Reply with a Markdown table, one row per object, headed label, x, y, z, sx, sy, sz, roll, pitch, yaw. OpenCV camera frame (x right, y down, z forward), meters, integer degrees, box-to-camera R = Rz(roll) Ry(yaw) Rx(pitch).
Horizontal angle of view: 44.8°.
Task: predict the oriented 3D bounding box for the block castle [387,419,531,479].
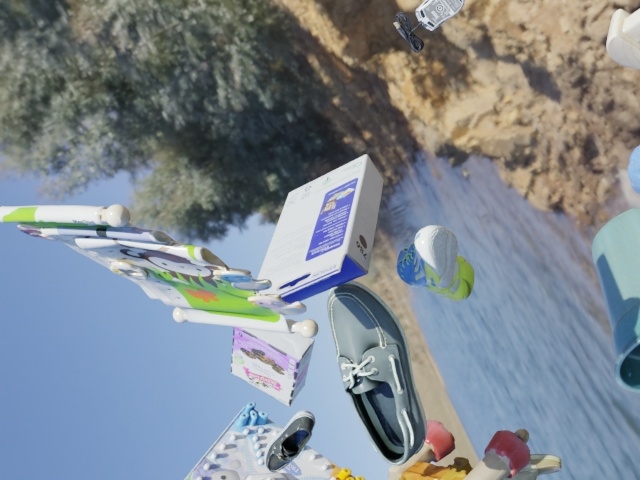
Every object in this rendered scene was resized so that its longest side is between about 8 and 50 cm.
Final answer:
| label | x | y | z | sx | sy | sz | roll | pitch | yaw |
| --- | --- | --- | --- | --- | --- | --- | --- | --- | --- |
| block castle | 0.367 | 0.596 | 1.618 | 0.303 | 0.212 | 0.453 | -10 | 112 | 56 |

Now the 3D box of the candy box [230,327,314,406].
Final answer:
| label | x | y | z | sx | sy | sz | roll | pitch | yaw |
| --- | --- | --- | --- | --- | --- | --- | --- | --- | --- |
| candy box | -0.109 | 0.256 | 1.710 | 0.164 | 0.070 | 0.196 | 26 | 140 | 14 |

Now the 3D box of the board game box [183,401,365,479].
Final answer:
| label | x | y | z | sx | sy | sz | roll | pitch | yaw |
| --- | --- | --- | --- | --- | --- | --- | --- | --- | --- |
| board game box | -0.125 | 0.635 | 1.959 | 0.389 | 0.050 | 0.390 | 32 | -140 | 10 |

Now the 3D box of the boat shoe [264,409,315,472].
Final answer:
| label | x | y | z | sx | sy | sz | roll | pitch | yaw |
| --- | --- | --- | --- | --- | --- | --- | --- | --- | --- |
| boat shoe | -0.053 | 0.333 | 1.261 | 0.049 | 0.142 | 0.040 | 26 | -151 | -10 |

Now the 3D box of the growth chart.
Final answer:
| label | x | y | z | sx | sy | sz | roll | pitch | yaw |
| --- | --- | --- | --- | --- | --- | --- | --- | --- | --- |
| growth chart | -0.120 | 0.025 | 0.601 | 0.237 | 0.171 | 0.021 | 38 | -120 | -46 |

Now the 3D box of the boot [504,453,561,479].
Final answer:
| label | x | y | z | sx | sy | sz | roll | pitch | yaw |
| --- | --- | --- | --- | --- | --- | --- | --- | --- | --- |
| boot | 0.495 | 0.607 | 1.872 | 0.077 | 0.213 | 0.165 | 88 | 174 | -50 |

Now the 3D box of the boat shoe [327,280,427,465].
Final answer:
| label | x | y | z | sx | sy | sz | roll | pitch | yaw |
| --- | --- | --- | --- | --- | --- | --- | --- | --- | --- |
| boat shoe | 0.089 | 0.220 | 1.282 | 0.320 | 0.116 | 0.099 | 68 | -154 | -8 |

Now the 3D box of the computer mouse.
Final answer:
| label | x | y | z | sx | sy | sz | roll | pitch | yaw |
| --- | --- | --- | --- | --- | --- | --- | --- | --- | --- |
| computer mouse | 0.266 | -0.534 | 1.834 | 0.106 | 0.193 | 0.042 | 49 | -137 | -12 |

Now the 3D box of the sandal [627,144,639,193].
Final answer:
| label | x | y | z | sx | sy | sz | roll | pitch | yaw |
| --- | --- | --- | --- | --- | --- | --- | --- | --- | --- |
| sandal | 0.538 | -0.129 | 1.181 | 0.317 | 0.138 | 0.126 | -28 | -67 | -67 |

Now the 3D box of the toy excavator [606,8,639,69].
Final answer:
| label | x | y | z | sx | sy | sz | roll | pitch | yaw |
| --- | --- | --- | --- | --- | --- | --- | --- | --- | --- |
| toy excavator | 0.820 | -0.456 | 1.465 | 0.433 | 0.444 | 0.222 | 88 | -160 | -66 |

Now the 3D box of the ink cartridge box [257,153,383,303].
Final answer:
| label | x | y | z | sx | sy | sz | roll | pitch | yaw |
| --- | --- | --- | --- | --- | --- | --- | --- | --- | --- |
| ink cartridge box | 0.000 | 0.000 | 1.180 | 0.065 | 0.165 | 0.333 | 55 | -152 | -23 |

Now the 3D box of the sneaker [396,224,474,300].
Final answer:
| label | x | y | z | sx | sy | sz | roll | pitch | yaw |
| --- | --- | --- | --- | --- | --- | --- | --- | --- | --- |
| sneaker | 0.169 | 0.040 | 1.287 | 0.240 | 0.126 | 0.091 | 47 | -124 | -55 |

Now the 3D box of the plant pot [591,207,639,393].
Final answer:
| label | x | y | z | sx | sy | sz | roll | pitch | yaw |
| --- | --- | --- | --- | --- | --- | --- | --- | --- | --- |
| plant pot | 0.775 | 0.115 | 1.728 | 0.341 | 0.341 | 0.334 | 60 | -161 | -49 |
